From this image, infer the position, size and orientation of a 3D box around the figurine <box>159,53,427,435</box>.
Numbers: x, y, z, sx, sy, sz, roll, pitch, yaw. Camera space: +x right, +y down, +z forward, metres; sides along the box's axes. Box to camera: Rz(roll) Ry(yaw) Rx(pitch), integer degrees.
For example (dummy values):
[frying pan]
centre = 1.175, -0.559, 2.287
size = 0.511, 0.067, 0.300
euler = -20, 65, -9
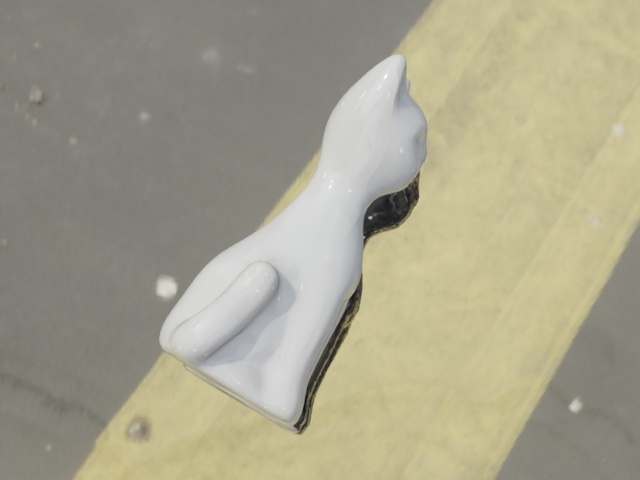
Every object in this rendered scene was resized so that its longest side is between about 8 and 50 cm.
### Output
[figurine]
centre = 0.000, 0.000, 0.887
size = 0.092, 0.215, 0.209
euler = 30, 82, 5
